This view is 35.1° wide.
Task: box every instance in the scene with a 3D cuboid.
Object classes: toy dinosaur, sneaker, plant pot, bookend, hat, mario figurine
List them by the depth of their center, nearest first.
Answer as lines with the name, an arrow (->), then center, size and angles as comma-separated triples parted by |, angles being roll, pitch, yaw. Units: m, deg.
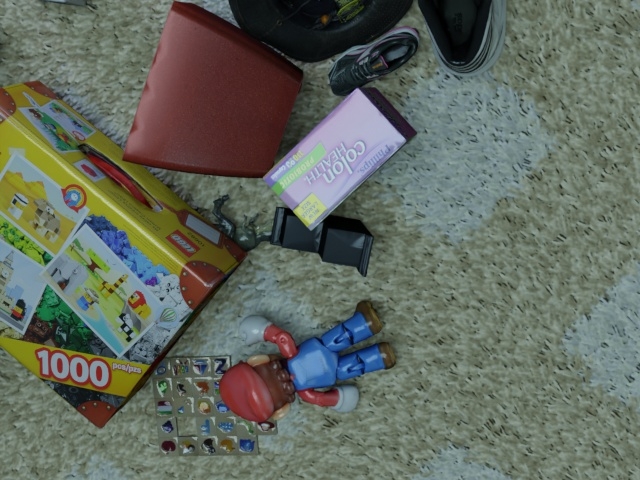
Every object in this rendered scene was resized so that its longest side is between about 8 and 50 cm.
sneaker -> 0.242, -0.487, 1.606 | 0.169, 0.257, 0.447 | 0, 99, 9
hat -> -0.005, -0.457, 1.682 | 0.331, 0.331, 0.134 | -24, 56, 12
plant pot -> -0.166, -0.239, 1.722 | 0.236, 0.267, 0.267 | 19, 102, -5
sneaker -> 0.090, -0.309, 1.742 | 0.178, 0.077, 0.072 | -34, 109, 13
bookend -> 0.000, 0.000, 1.756 | 0.156, 0.157, 0.072 | 9, 101, -10
mario figurine -> -0.033, 0.222, 1.851 | 0.321, 0.170, 0.198 | -21, 59, 0
toy dinosaur -> -0.185, -0.014, 1.853 | 0.268, 0.064, 0.118 | -23, 101, 15

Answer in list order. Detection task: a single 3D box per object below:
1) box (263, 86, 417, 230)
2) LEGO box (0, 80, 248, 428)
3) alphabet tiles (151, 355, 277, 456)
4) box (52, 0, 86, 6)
box -> 0.039, -0.145, 1.701 | 0.213, 0.243, 0.117 | -42, 91, 13
LEGO box -> -0.447, 0.022, 1.803 | 0.500, 0.193, 0.372 | 39, 112, 2
alphabet tiles -> -0.203, 0.317, 1.933 | 0.237, 0.009, 0.198 | -3, 98, 9
box -> -0.479, -0.470, 1.803 | 0.102, 0.101, 0.087 | 10, 100, 7
